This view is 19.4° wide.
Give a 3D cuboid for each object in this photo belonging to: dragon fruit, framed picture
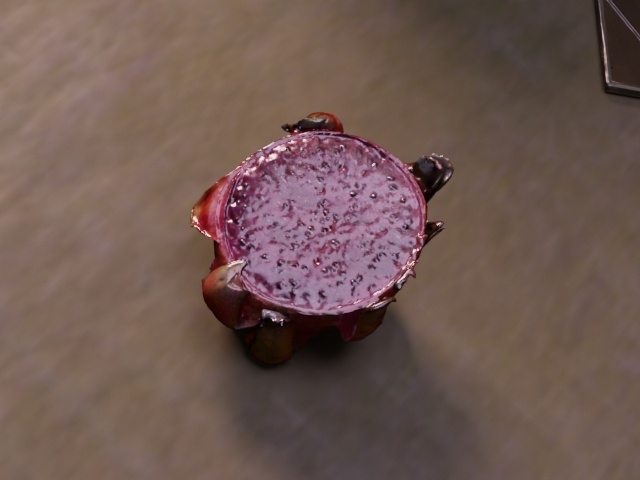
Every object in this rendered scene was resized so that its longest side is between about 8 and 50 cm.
[{"bbox_3d":[-0.005,0.001,0.929,0.112,0.068,0.126,28,67,6],"label":"dragon fruit"},{"bbox_3d":[0.194,-0.120,1.105,0.066,0.006,0.089,8,58,-15],"label":"framed picture"}]
